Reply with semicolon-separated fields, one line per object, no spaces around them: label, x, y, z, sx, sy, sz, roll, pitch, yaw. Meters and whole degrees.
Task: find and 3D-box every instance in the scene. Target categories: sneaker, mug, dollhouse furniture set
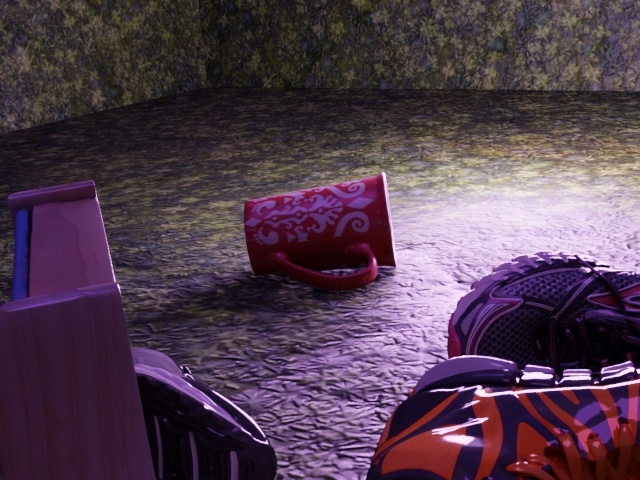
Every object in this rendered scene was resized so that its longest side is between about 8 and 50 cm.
sneaker;-0.124;0.127;0.799;0.108;0.100;0.272;-12;16;-42
sneaker;0.248;0.069;0.837;0.299;0.120;0.112;-6;13;-6
mug;-0.001;-0.010;1.229;0.169;0.113;0.150;-7;14;6
sneaker;0.176;0.149;0.625;0.321;0.124;0.180;-9;16;28
dollhouse furniture set;-0.231;0.128;0.490;0.304;0.286;0.198;-11;17;-11
